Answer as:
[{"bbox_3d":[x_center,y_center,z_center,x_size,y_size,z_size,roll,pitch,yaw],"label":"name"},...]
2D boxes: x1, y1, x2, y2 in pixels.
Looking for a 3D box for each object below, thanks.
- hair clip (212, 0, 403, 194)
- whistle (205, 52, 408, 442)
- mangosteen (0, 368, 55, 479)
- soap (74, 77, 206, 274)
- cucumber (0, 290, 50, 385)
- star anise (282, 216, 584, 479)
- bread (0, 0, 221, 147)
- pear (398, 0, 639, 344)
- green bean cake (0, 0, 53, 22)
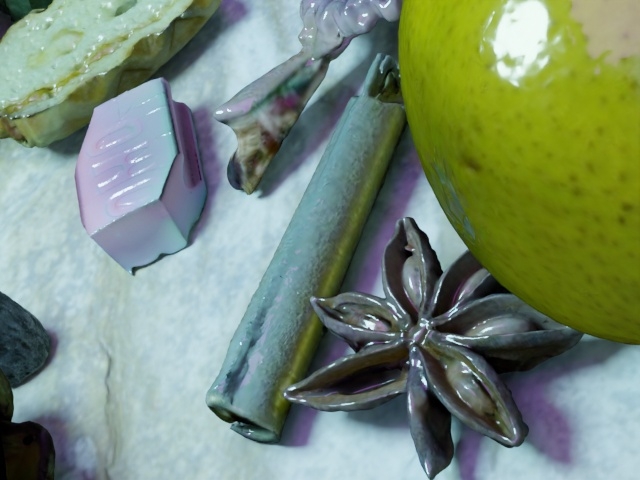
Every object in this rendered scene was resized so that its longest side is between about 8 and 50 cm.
[{"bbox_3d":[0.016,-0.169,1.557,0.300,0.069,0.173,-48,29,-8],"label":"hair clip"},{"bbox_3d":[0.001,0.000,1.455,0.057,0.068,0.326,14,63,21],"label":"whistle"},{"bbox_3d":[-0.348,0.175,1.394,0.288,0.288,0.288,-15,51,19],"label":"mangosteen"},{"bbox_3d":[-0.150,-0.052,1.585,0.100,0.056,0.149,-25,48,14],"label":"soap"},{"bbox_3d":[-0.269,0.066,1.525,0.064,0.112,0.064,-21,47,24],"label":"cucumber"},{"bbox_3d":[0.088,0.065,1.354,0.212,0.073,0.197,25,73,37],"label":"star anise"},{"bbox_3d":[-0.201,-0.167,1.684,0.232,0.088,0.128,-37,56,-10],"label":"bread"},{"bbox_3d":[0.158,-0.083,1.232,0.191,0.340,0.386,-28,35,-9],"label":"pear"},{"bbox_3d":[-0.240,-0.339,1.795,0.255,0.132,0.241,-34,45,-10],"label":"green bean cake"}]
